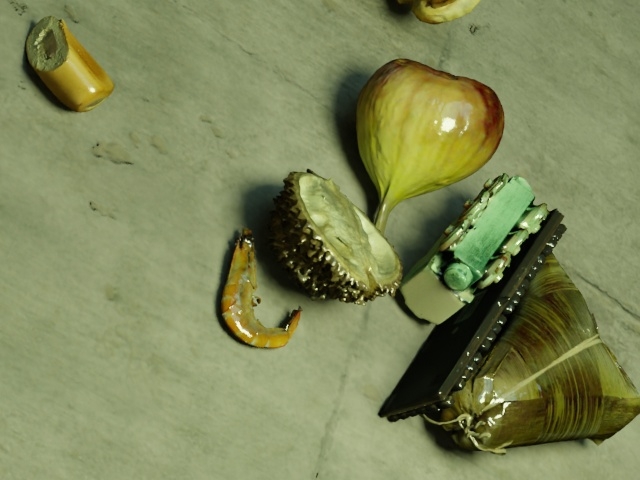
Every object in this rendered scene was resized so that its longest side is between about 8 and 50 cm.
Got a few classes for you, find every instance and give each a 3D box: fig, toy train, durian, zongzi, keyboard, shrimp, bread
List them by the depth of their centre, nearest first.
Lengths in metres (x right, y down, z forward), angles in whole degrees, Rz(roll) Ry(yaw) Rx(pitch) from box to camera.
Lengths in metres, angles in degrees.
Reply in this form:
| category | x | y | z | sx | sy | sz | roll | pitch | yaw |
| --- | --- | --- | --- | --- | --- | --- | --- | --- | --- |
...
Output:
| category | x | y | z | sx | sy | sz | roll | pitch | yaw |
| --- | --- | --- | --- | --- | --- | --- | --- | --- | --- |
| bread | -0.249 | -0.169 | 1.545 | 0.103 | 0.049 | 0.062 | 49 | 18 | -2 |
| shrimp | -0.060 | 0.047 | 1.583 | 0.091 | 0.025 | 0.127 | 13 | 62 | -32 |
| durian | 0.000 | 0.000 | 1.616 | 0.148 | 0.091 | 0.188 | 23 | 38 | -36 |
| keyboard | 0.168 | 0.077 | 1.685 | 0.027 | 0.106 | 0.317 | 51 | 48 | -13 |
| zongzi | 0.194 | 0.108 | 1.696 | 0.248 | 0.111 | 0.241 | -3 | 59 | -36 |
| fig | 0.094 | -0.097 | 1.712 | 0.160 | 0.143 | 0.231 | 26 | 52 | 17 |
| toy train | 0.163 | 0.003 | 1.714 | 0.081 | 0.125 | 0.194 | 46 | 43 | -4 |

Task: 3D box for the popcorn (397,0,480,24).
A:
| category | x | y | z | sx | sy | sz | roll | pitch | yaw |
| --- | --- | --- | --- | --- | --- | --- | --- | --- | --- |
| popcorn | 0.122 | -0.366 | 1.864 | 0.190 | 0.191 | 0.253 | 33 | 42 | -63 |
